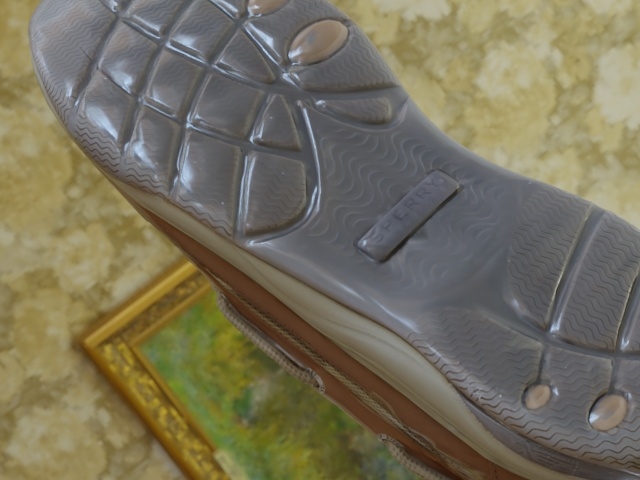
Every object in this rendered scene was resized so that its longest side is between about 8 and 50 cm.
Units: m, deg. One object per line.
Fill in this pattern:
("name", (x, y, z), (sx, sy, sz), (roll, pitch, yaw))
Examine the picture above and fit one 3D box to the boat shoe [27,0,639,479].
("boat shoe", (0.000, 0.000, 0.454), (0.324, 0.123, 0.116), (42, -28, 24))
